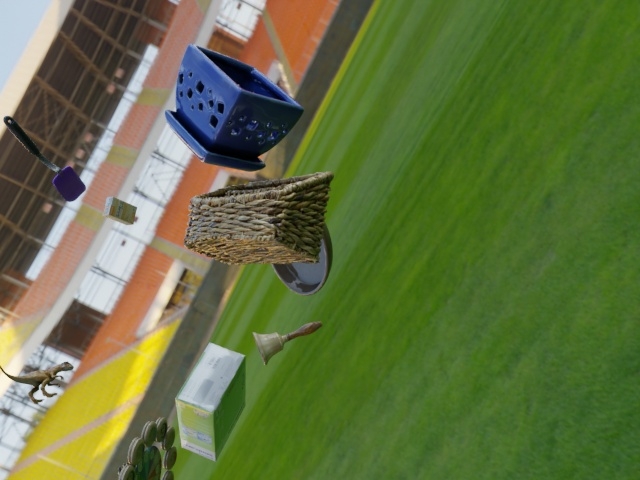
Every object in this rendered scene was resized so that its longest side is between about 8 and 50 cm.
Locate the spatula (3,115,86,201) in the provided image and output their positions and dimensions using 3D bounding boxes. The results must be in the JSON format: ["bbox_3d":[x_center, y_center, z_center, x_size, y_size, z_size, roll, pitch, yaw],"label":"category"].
[{"bbox_3d":[-0.790,-0.234,1.865,0.030,0.296,0.084,-13,36,43],"label":"spatula"}]

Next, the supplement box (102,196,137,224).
[{"bbox_3d":[-0.634,-0.093,2.073,0.036,0.098,0.062,-4,71,37],"label":"supplement box"}]

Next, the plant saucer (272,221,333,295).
[{"bbox_3d":[-0.057,0.006,1.701,0.041,0.278,0.278,-17,-26,-37],"label":"plant saucer"}]

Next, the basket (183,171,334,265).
[{"bbox_3d":[-0.152,-0.075,1.472,0.299,0.213,0.223,-2,72,38],"label":"basket"}]

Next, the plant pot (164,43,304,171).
[{"bbox_3d":[-0.221,-0.305,1.584,0.236,0.236,0.212,4,-57,-52],"label":"plant pot"}]

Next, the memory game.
[{"bbox_3d":[-0.251,0.353,0.957,0.186,0.012,0.186,5,-90,-78],"label":"memory game"}]

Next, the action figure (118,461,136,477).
[{"bbox_3d":[-0.346,0.563,1.224,0.164,0.275,0.141,-35,-39,-14],"label":"action figure"}]

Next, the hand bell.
[{"bbox_3d":[-0.108,0.342,2.333,0.242,0.126,0.126,-21,-1,-11],"label":"hand bell"}]

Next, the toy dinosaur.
[{"bbox_3d":[-0.749,0.367,1.715,0.064,0.112,0.211,-33,-19,27],"label":"toy dinosaur"}]

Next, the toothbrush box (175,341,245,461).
[{"bbox_3d":[-0.311,0.470,1.897,0.283,0.122,0.206,95,-163,-46],"label":"toothbrush box"}]
